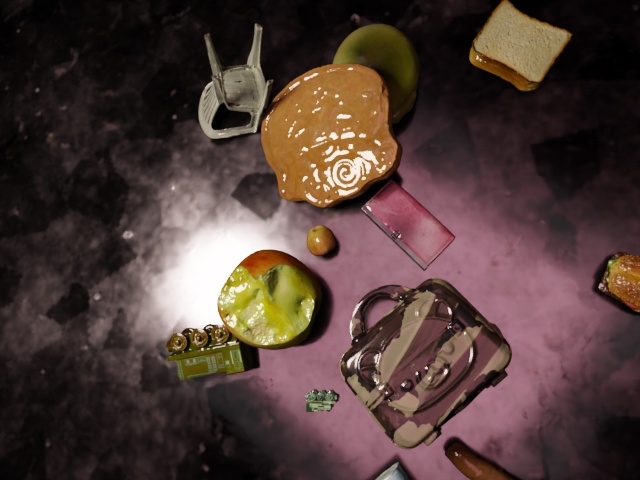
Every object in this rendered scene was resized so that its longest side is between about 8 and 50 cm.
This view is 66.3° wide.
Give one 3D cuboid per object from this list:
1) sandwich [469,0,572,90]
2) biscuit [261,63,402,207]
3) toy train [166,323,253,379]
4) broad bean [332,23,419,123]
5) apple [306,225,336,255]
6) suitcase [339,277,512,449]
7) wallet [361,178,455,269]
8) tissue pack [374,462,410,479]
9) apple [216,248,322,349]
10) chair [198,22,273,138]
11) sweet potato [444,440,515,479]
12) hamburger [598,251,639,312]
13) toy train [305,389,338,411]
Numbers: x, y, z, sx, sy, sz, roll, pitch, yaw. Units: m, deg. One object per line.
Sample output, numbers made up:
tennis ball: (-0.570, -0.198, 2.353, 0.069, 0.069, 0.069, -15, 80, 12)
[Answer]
sandwich: (0.524, -0.514, 1.297, 0.214, 0.065, 0.186, 32, 87, 13)
biscuit: (0.011, -0.274, 1.280, 0.384, 0.062, 0.366, -18, 80, 28)
toy train: (-0.293, 0.290, 1.283, 0.225, 0.090, 0.137, -13, 88, 12)
broad bean: (0.148, -0.447, 1.322, 0.237, 0.119, 0.291, -8, 78, 12)
apple: (0.000, 0.000, 1.285, 0.083, 0.084, 0.071, -26, 105, 4)
suitcase: (0.221, 0.257, 1.148, 0.351, 0.194, 0.339, -42, 69, -1)
wallet: (0.229, -0.045, 1.284, 0.119, 0.025, 0.232, -45, 77, -1)
tissue pack: (0.194, 0.681, 1.126, 0.177, 0.089, 0.263, -40, 78, 2)
apple: (-0.113, 0.147, 1.195, 0.226, 0.246, 0.246, 27, 85, 11)
chair: (-0.246, -0.421, 1.348, 0.190, 0.275, 0.204, -8, 70, -13)
sweet potato: (0.447, 0.600, 1.090, 0.109, 0.109, 0.385, -42, 70, 0)
hamburger: (0.749, 0.096, 1.133, 0.165, 0.087, 0.137, 26, 85, 14)
toy train: (0.003, 0.407, 1.237, 0.083, 0.033, 0.053, 0, 85, 10)
